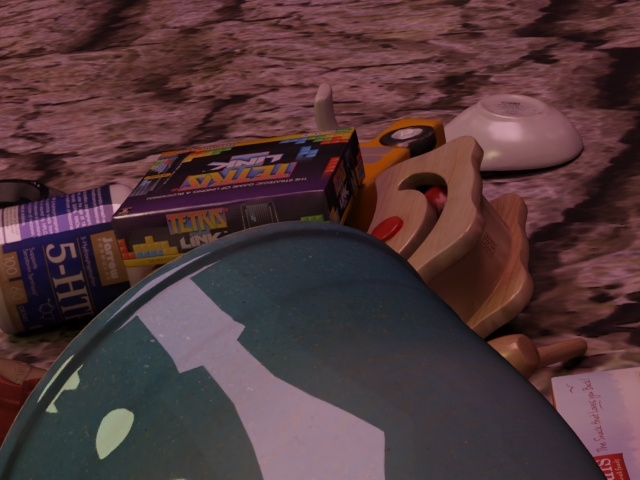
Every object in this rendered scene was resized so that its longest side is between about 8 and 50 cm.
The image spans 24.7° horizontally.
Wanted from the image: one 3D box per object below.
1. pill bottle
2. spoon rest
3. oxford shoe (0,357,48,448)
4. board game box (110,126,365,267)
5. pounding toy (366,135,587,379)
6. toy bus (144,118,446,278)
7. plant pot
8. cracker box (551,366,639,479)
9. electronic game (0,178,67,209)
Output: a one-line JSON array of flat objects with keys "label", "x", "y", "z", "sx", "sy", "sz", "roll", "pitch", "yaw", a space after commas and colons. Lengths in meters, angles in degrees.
[{"label": "pill bottle", "x": -0.202, "y": 0.010, "z": 1.298, "sx": 0.186, "sy": 0.112, "sz": 0.112, "roll": -13, "pitch": 22, "yaw": -5}, {"label": "spoon rest", "x": 0.131, "y": -0.107, "z": 1.505, "sx": 0.276, "sy": 0.084, "sz": 0.137, "roll": 6, "pitch": 26, "yaw": 6}, {"label": "oxford shoe", "x": -0.195, "y": 0.147, "z": 1.013, "sx": 0.130, "sy": 0.123, "sz": 0.348, "roll": 16, "pitch": -7, "yaw": -41}, {"label": "board game box", "x": -0.061, "y": -0.036, "z": 1.145, "sx": 0.170, "sy": 0.048, "sz": 0.141, "roll": -7, "pitch": 21, "yaw": 14}, {"label": "pounding toy", "x": 0.094, "y": 0.055, "z": 1.093, "sx": 0.154, "sy": 0.155, "sz": 0.269, "roll": -32, "pitch": 22, "yaw": 22}, {"label": "toy bus", "x": 0.000, "y": 0.000, "z": 1.239, "sx": 0.130, "sy": 0.108, "sz": 0.332, "roll": 1, "pitch": 25, "yaw": 30}, {"label": "plant pot", "x": 0.029, "y": 0.166, "z": 0.641, "sx": 0.271, "sy": 0.272, "sz": 0.255, "roll": -24, "pitch": 39, "yaw": -29}, {"label": "cracker box", "x": 0.259, "y": 0.128, "z": 0.857, "sx": 0.232, "sy": 0.067, "sz": 0.156, "roll": -7, "pitch": 21, "yaw": 7}, {"label": "electronic game", "x": -0.367, "y": -0.009, "z": 1.506, "sx": 0.229, "sy": 0.048, "sz": 0.229, "roll": -10, "pitch": 21, "yaw": 4}]
